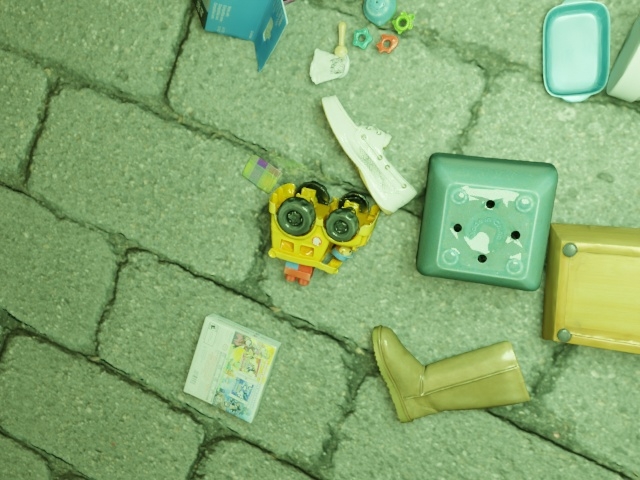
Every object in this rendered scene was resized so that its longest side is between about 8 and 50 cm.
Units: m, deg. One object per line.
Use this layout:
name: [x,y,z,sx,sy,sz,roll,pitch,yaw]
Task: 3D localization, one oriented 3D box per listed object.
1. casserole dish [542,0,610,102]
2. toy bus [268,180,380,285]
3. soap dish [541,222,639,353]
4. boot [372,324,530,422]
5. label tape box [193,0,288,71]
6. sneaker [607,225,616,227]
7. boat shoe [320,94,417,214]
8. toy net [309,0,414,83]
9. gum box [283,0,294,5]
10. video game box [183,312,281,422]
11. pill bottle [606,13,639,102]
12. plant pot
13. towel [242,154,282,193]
casserole dish: [0.475,-0.353,1.018,0.114,0.037,0.188,-1,98,15]
toy bus: [0.000,0.000,1.149,0.220,0.149,0.211,13,114,11]
soap dish: [0.549,0.094,0.957,0.290,0.118,0.229,5,99,26]
boot: [0.267,0.254,1.135,0.269,0.089,0.236,-18,103,17]
label tape box: [-0.189,-0.528,1.060,0.115,0.249,0.348,-17,92,-17]
sneaker: [0.558,0.064,1.045,0.089,0.051,0.170,26,104,16]
boat shoe: [0.103,-0.190,1.115,0.096,0.098,0.277,-32,96,15]
toy net: [0.079,-0.400,1.118,0.232,0.045,0.122,-43,87,18]
gum box: [-0.100,-0.580,1.108,0.062,0.107,0.188,-17,93,17]
video game box: [-0.210,0.300,1.288,0.187,0.048,0.205,22,103,13]
pill bottle: [0.687,-0.264,0.881,0.363,0.210,0.210,22,103,12]
plant pot: [0.299,-0.031,0.997,0.247,0.252,0.248,8,99,15]
towel: [-0.132,-0.149,1.226,0.083,0.009,0.060,33,105,10]
